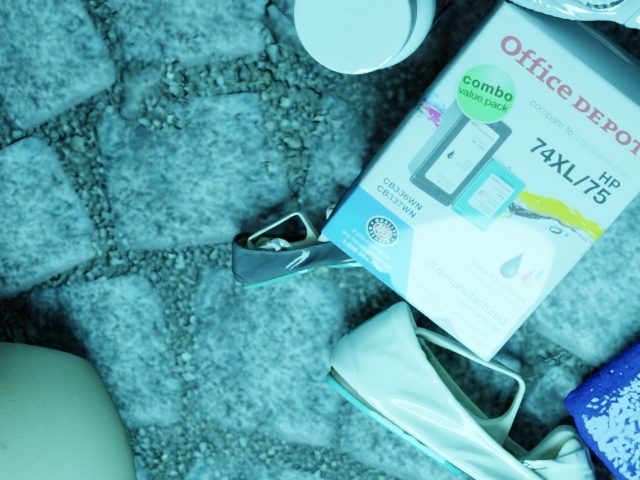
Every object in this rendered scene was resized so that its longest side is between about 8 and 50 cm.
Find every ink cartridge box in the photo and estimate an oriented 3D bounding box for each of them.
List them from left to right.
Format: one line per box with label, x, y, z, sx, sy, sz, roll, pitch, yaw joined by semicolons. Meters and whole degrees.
ink cartridge box;0.171;-0.075;1.351;0.198;0.197;0.270;37;112;-1

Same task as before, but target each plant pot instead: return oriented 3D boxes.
plant pot;-0.322;0.214;1.552;0.284;0.284;0.191;3;73;13

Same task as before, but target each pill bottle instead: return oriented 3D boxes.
pill bottle;0.049;-0.221;1.319;0.121;0.221;0.121;4;108;12

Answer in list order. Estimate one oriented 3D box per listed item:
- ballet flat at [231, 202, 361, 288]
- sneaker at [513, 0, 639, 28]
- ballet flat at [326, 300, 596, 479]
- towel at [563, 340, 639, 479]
ballet flat;0.000;0.000;1.488;0.203;0.074;0.074;-11;105;19
sneaker;0.325;-0.273;1.153;0.366;0.137;0.210;9;115;16
ballet flat;0.189;0.210;1.490;0.400;0.139;0.139;40;112;-1
towel;0.423;0.153;1.438;0.308;0.076;0.227;-39;93;20
